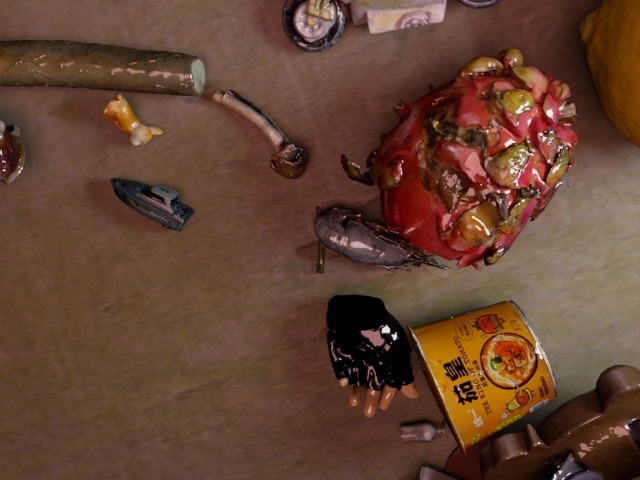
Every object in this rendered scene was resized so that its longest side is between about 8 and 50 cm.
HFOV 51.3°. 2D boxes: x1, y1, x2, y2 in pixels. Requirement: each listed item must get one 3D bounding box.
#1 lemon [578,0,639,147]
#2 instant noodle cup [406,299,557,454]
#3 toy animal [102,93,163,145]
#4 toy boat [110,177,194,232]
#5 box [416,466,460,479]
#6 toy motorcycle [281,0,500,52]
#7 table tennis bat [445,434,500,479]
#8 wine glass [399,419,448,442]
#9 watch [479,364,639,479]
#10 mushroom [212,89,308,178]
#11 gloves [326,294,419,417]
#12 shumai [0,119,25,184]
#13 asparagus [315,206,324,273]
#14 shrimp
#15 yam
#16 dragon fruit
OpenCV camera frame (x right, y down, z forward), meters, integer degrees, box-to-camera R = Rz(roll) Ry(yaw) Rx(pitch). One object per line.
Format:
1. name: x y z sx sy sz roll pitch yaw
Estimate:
1. lemon: 0.514 -0.239 0.833 0.337 0.336 0.335 2 106 5
2. instant noodle cup: 0.251 0.200 1.038 0.172 0.216 0.215 -24 102 2
3. toy animal: -0.295 -0.187 1.052 0.083 0.060 0.081 39 140 -1
4. toy boat: -0.279 -0.066 1.087 0.141 0.055 0.060 27 114 -2
5. box: 0.259 0.541 1.167 0.252 0.106 0.203 21 112 5
6. toy motorcycle: 0.094 -0.399 0.929 0.341 0.108 0.222 -7 111 15
7. table tennis bat: 0.340 0.460 1.190 0.154 0.021 0.274 -41 96 15
8. wine glass: 0.180 0.332 1.160 0.083 0.042 0.038 -7 76 10
9. watch: 0.450 0.407 0.966 0.335 0.326 0.314 -31 131 15
10. mushroom: -0.091 -0.171 1.046 0.060 0.061 0.187 -44 86 2
11. gloves: 0.086 0.198 1.097 0.165 0.124 0.203 17 137 31
12. shumai: -0.579 -0.165 1.058 0.186 0.184 0.218 -28 90 -23
13. asparagus: 0.000 0.000 1.098 0.015 0.014 0.114 -2 105 -11
14. shrimp: 0.099 0.010 1.063 0.233 0.079 0.090 20 142 -2
15. yam: -0.366 -0.267 1.029 0.372 0.083 0.083 3 106 2
16. dragon fruit: 0.212 -0.123 0.928 0.269 0.250 0.291 33 113 16
